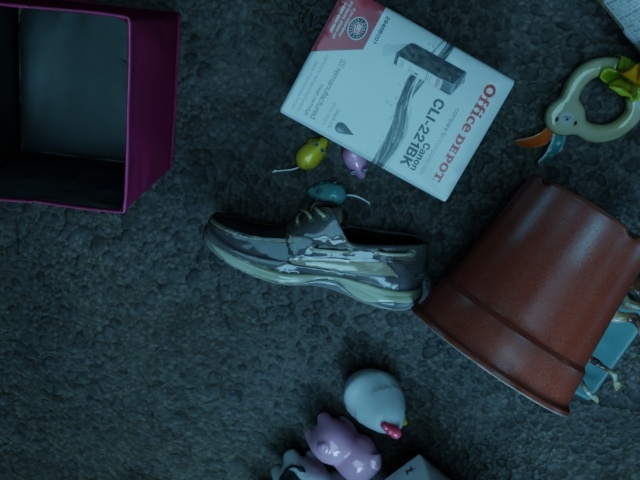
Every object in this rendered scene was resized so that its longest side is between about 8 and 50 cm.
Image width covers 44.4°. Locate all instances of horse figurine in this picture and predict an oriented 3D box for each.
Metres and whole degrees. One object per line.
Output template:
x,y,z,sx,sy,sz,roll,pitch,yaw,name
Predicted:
0.438,0.140,1.247,0.174,0.066,0.263,43,116,12,horse figurine

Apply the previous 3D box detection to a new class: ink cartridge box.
0.107,-0.206,1.128,0.273,0.114,0.197,28,99,-6,ink cartridge box

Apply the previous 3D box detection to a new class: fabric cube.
-0.354,-0.204,1.097,0.259,0.258,0.254,6,109,1,fabric cube

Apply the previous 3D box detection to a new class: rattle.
0.389,-0.172,1.124,0.200,0.142,0.130,-29,123,6,rattle

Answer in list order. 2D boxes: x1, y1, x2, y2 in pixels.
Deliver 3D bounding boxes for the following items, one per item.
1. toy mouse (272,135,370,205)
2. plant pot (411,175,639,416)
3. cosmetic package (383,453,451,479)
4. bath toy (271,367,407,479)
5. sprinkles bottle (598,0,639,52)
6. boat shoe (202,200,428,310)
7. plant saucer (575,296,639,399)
0.029,-0.102,1.223,0.161,0.031,0.143,-39,102,14,toy mouse
0.319,0.067,1.144,0.272,0.272,0.265,33,96,-7,plant pot
0.239,0.541,1.289,0.155,0.197,0.365,-41,117,15,cosmetic package
0.037,0.376,1.331,0.151,0.129,0.348,19,113,-39,bath toy
0.455,-0.333,1.071,0.121,0.121,0.355,-42,101,15,sprinkles bottle
0.000,0.000,1.214,0.355,0.132,0.130,14,108,-10,boat shoe
0.468,0.180,1.294,0.067,0.018,0.192,26,109,-4,plant saucer
